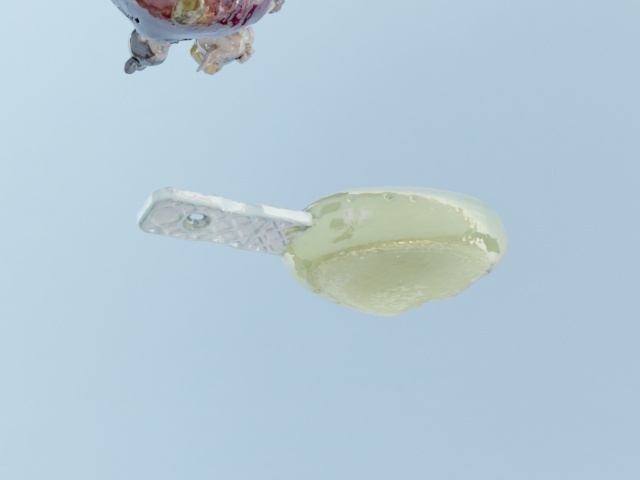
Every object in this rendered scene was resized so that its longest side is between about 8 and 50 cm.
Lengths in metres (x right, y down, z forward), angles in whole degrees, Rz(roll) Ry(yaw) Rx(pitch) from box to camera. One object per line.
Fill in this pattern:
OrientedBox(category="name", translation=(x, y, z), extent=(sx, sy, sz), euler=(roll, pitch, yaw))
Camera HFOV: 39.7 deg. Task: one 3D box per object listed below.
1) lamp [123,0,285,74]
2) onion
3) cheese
OrientedBox(category="lamp", translation=(-0.083, -0.218, 0.736), extent=(0.118, 0.118, 0.253), euler=(47, -55, 22))
OrientedBox(category="onion", translation=(-0.077, -0.161, 0.508), extent=(0.107, 0.107, 0.097), euler=(24, -60, 23))
OrientedBox(category="cheese", translation=(0.000, 0.000, 0.596), extent=(0.127, 0.255, 0.050), euler=(-45, -134, 44))
